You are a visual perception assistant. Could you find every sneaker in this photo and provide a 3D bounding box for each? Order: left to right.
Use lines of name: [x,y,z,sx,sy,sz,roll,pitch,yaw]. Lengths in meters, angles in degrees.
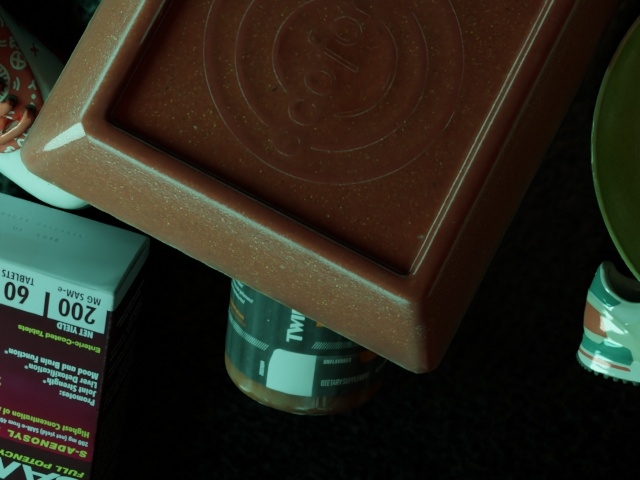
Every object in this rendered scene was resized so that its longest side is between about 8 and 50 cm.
sneaker: [-0.230,-0.107,0.898,0.090,0.145,0.270,-24,108,23]
sneaker: [0.232,0.052,0.903,0.161,0.057,0.075,9,107,28]

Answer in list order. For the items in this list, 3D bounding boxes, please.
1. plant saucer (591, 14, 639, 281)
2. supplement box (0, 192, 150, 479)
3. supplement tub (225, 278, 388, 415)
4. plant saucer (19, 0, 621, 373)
plant saucer: [0.274,-0.051,0.843,0.240,0.037,0.241,5,104,20]
supplement box: [-0.197,0.092,1.014,0.130,0.073,0.239,16,126,5]
supplement tub: [0.000,0.000,0.918,0.106,0.106,0.198,11,118,8]
plant saucer: [0.006,-0.098,0.823,0.259,0.048,0.258,28,82,0]
